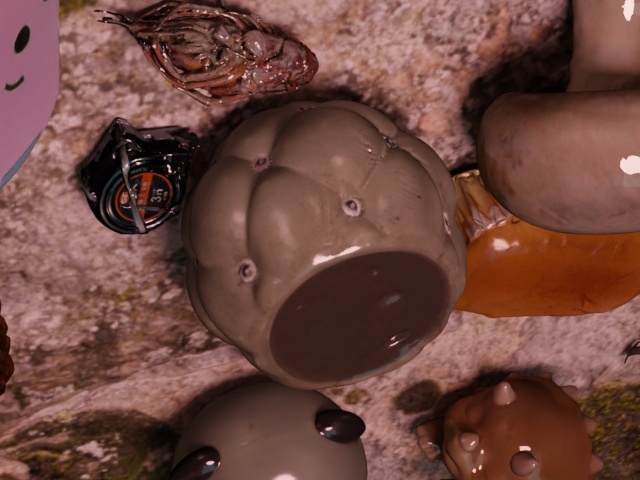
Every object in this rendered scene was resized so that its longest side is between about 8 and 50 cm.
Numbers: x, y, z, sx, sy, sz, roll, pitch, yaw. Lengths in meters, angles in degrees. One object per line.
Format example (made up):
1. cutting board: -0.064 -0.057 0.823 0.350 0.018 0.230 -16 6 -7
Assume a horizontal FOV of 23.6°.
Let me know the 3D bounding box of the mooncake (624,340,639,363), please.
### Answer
1. mooncake: 0.367 0.027 1.613 0.150 0.057 0.347 -2 134 -18

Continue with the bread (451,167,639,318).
1. bread: 0.217 0.006 1.481 0.241 0.107 0.136 1 134 -27

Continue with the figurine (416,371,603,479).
1. figurine: 0.231 0.236 1.667 0.173 0.177 0.247 -30 130 32

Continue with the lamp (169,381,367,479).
1. lamp: -0.051 0.248 1.543 0.197 0.198 0.244 -16 146 -11

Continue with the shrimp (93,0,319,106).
1. shrimp: -0.088 -0.152 1.199 0.190 0.075 0.073 17 155 -26

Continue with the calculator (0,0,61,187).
1. calculator: -0.234 -0.157 1.063 0.051 0.173 0.293 19 135 12

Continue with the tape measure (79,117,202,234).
1. tape measure: -0.153 -0.052 1.275 0.091 0.054 0.094 7 122 -30

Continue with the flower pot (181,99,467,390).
1. flower pot: 0.000 0.000 1.299 0.246 0.195 0.246 -14 136 -14

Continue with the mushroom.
1. mushroom: 0.249 -0.119 1.322 0.243 0.243 0.243 -14 137 -14

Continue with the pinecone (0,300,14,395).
1. pinecone: -0.393 0.112 1.210 0.292 0.246 0.246 -17 140 13
